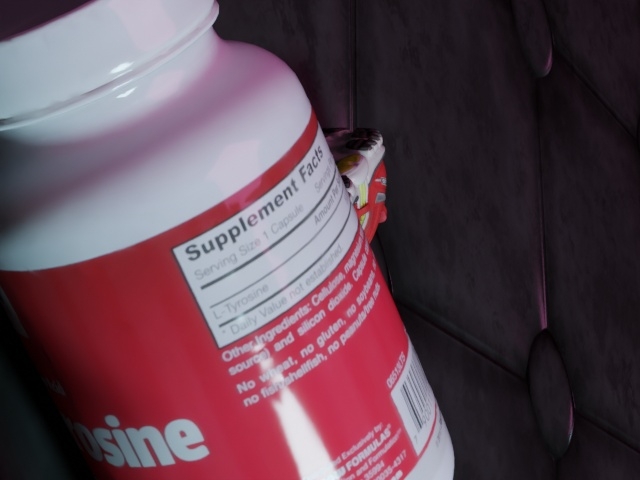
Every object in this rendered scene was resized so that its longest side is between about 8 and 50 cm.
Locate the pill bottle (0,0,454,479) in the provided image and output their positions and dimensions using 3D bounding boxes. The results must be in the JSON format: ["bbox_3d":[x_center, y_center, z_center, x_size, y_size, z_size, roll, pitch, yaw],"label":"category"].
[{"bbox_3d":[-0.083,0.021,1.017,0.407,0.229,0.229,66,30,-23],"label":"pill bottle"}]

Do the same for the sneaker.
[{"bbox_3d":[0.000,0.000,1.330,0.279,0.107,0.118,-49,132,-54],"label":"sneaker"}]
